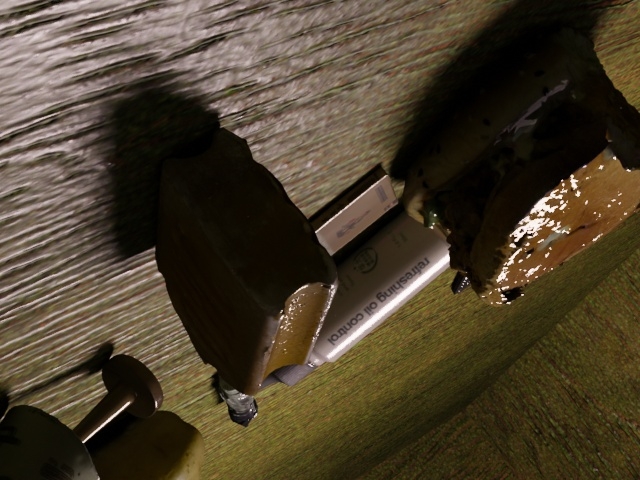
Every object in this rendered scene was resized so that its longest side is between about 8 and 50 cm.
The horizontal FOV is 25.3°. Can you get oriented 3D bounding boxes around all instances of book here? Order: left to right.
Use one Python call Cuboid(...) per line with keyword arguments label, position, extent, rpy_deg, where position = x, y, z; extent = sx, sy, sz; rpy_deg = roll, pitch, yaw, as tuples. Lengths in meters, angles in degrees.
Cuboid(label="book", position=(0.000, 0.000, 1.571), extent=(0.198, 0.016, 0.138), rpy_deg=(-38, 166, -1))

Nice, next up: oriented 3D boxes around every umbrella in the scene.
Cuboid(label="umbrella", position=(-0.108, 0.204, 1.900), extent=(0.050, 0.046, 0.188), rpy_deg=(-28, 160, -8))

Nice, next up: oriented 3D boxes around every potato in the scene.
Cuboid(label="potato", position=(-0.225, 0.289, 1.707), extent=(0.194, 0.157, 0.157), rpy_deg=(-49, 169, -14))

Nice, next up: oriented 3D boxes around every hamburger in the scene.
Cuboid(label="hamburger", position=(0.238, -0.072, 1.575), extent=(0.277, 0.195, 0.318), rpy_deg=(-38, 164, 13))

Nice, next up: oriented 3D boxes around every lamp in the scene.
Cuboid(label="lamp", position=(-0.248, 0.197, 1.381), extent=(0.214, 0.121, 0.121), rpy_deg=(-45, 173, -39))

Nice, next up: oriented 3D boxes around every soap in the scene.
Cuboid(label="soap", position=(-0.069, 0.033, 1.202), extent=(0.080, 0.160, 0.257), rpy_deg=(-31, 164, -19))

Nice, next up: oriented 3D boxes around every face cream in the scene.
Cuboid(label="face cream", position=(0.028, 0.081, 1.753), extent=(0.311, 0.092, 0.092), rpy_deg=(-39, 166, 10))

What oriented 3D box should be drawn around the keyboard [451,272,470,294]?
Cuboid(label="keyboard", position=(0.268, 0.011, 2.275), extent=(0.101, 0.018, 0.310), rpy_deg=(-35, 166, -16))
